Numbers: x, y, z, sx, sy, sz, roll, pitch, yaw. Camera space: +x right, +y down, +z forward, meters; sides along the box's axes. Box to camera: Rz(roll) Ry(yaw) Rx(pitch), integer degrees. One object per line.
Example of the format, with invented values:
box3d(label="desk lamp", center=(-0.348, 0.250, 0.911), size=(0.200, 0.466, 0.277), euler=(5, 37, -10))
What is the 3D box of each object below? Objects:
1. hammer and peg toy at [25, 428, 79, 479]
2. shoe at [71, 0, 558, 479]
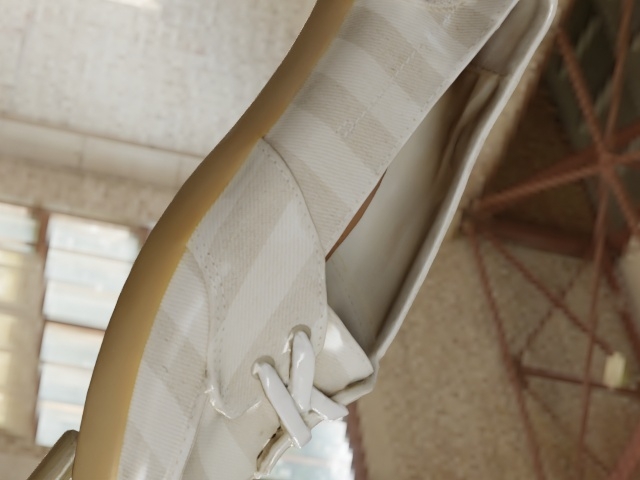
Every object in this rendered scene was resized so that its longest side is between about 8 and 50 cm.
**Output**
box3d(label="hammer and peg toy", center=(-0.307, 0.157, 0.959), size=(0.127, 0.361, 0.266), euler=(38, -93, 30))
box3d(label="shoe", center=(0.000, 0.000, 0.470), size=(0.219, 0.058, 0.076), euler=(-62, 155, -17))
